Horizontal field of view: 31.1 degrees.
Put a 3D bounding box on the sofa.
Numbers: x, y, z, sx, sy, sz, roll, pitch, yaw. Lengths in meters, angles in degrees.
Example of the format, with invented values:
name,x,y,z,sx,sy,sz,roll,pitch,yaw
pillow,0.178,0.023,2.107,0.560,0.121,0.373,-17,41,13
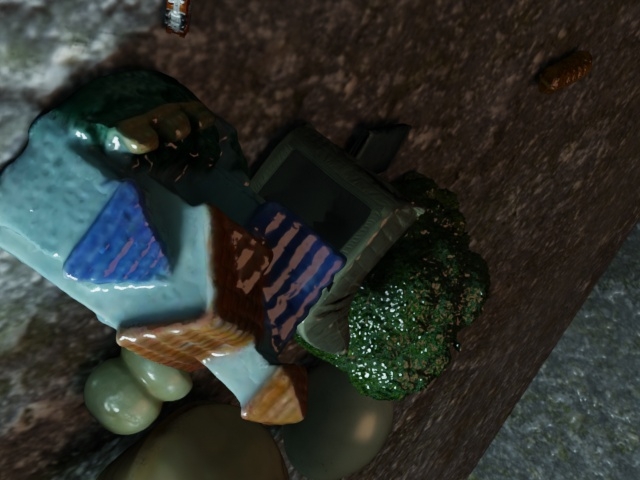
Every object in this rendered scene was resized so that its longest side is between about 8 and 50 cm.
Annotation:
name,x,y,z,sx,sy,sz,roll,pitch,yaw
sofa,0.000,0.000,1.473,0.225,0.210,0.176,-53,155,-1

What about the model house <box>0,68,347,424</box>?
name,x,y,z,sx,sy,sz,roll,pitch,yaw
model house,-0.111,0.023,1.146,0.252,0.329,0.295,-48,159,-1

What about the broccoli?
name,x,y,z,sx,sy,sz,roll,pitch,yaw
broccoli,0.101,0.070,1.710,0.321,0.304,0.283,-32,-171,-4

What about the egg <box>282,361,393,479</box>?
name,x,y,z,sx,sy,sz,roll,pitch,yaw
egg,0.026,0.320,2.014,0.183,0.183,0.264,-28,153,-45

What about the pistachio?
name,x,y,z,sx,sy,sz,roll,pitch,yaw
pistachio,-0.168,0.411,1.631,0.445,0.281,0.365,28,66,-66

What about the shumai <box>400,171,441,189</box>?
name,x,y,z,sx,sy,sz,roll,pitch,yaw
shumai,0.152,-0.039,1.845,0.099,0.123,0.087,10,140,-36

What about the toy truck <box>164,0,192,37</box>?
name,x,y,z,sx,sy,sz,roll,pitch,yaw
toy truck,-0.134,-0.235,1.110,0.083,0.024,0.032,102,12,-49

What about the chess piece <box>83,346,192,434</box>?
name,x,y,z,sx,sy,sz,roll,pitch,yaw
chess piece,-0.188,0.142,1.437,0.243,0.133,0.133,-44,156,-10

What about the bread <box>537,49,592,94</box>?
name,x,y,z,sx,sy,sz,roll,pitch,yaw
bread,0.441,-0.303,2.071,0.157,0.044,0.052,-30,143,-44

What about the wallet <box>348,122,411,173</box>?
name,x,y,z,sx,sy,sz,roll,pitch,yaw
wallet,0.076,-0.130,1.656,0.129,0.026,0.088,-15,141,-57
